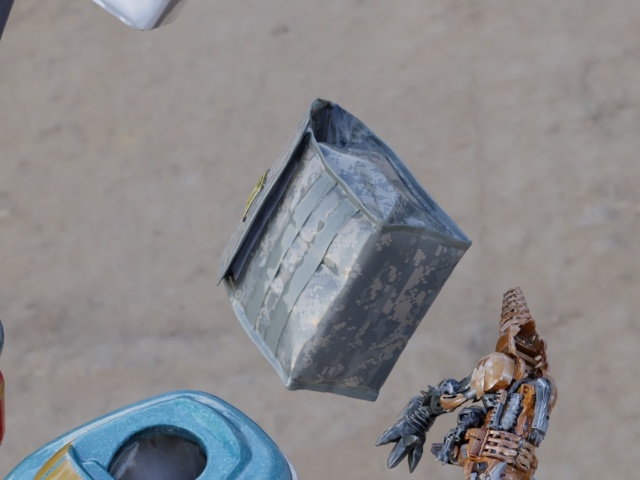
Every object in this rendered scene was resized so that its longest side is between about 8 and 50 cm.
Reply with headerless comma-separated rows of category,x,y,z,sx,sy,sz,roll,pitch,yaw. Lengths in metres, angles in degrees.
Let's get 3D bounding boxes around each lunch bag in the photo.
lunch bag,0.000,0.000,2.206,0.169,0.235,0.287,13,27,-39

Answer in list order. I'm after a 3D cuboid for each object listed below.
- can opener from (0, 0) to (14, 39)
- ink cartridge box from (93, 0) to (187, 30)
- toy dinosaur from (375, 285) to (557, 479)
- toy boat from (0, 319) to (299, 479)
can opener,-0.357,-0.223,1.937,0.074,0.093,0.280,3,64,40
ink cartridge box,-0.131,-0.305,1.490,0.172,0.237,0.100,35,13,1
toy dinosaur,0.202,0.195,2.159,0.322,0.164,0.218,-49,2,-44
toy boat,-0.190,0.165,1.454,0.318,0.148,0.267,33,50,32
